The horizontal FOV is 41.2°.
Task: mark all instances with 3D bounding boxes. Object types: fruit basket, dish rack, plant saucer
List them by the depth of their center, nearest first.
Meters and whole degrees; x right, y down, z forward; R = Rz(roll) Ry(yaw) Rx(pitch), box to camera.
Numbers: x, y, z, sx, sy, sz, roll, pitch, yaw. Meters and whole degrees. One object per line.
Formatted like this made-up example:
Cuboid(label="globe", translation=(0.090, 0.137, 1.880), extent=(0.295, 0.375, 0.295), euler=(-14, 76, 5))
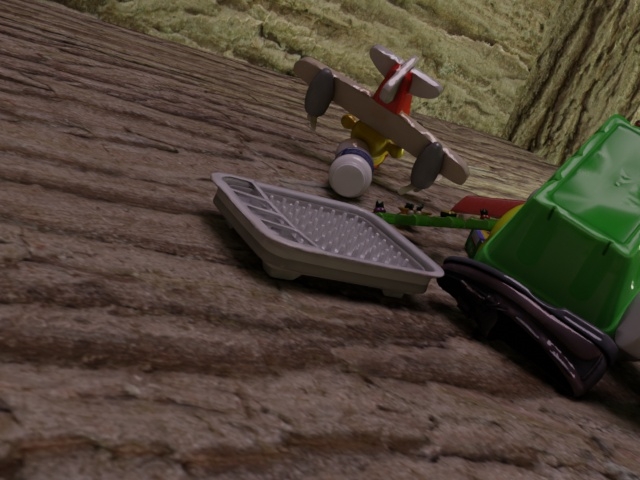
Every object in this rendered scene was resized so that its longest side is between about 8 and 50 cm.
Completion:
Cuboid(label="dish rack", translation=(0.000, 0.000, 1.328), extent=(0.333, 0.072, 0.285), euler=(11, 18, -32))
Cuboid(label="fruit basket", translation=(0.420, 0.012, 1.435), extent=(0.283, 0.392, 0.392), euler=(36, 20, 20))
Cuboid(label="plant saucer", translation=(0.493, -0.076, 2.096), extent=(0.259, 0.048, 0.258), euler=(10, 6, 38))

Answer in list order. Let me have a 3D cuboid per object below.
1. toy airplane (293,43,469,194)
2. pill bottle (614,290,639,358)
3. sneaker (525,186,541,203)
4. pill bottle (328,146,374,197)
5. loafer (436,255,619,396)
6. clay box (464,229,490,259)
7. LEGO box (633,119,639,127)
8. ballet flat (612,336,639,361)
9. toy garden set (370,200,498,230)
Cuboid(label="toy airplane", translation=(0.139, -0.280, 2.054), extent=(0.386, 0.272, 0.384), euler=(20, -23, 50))
Cuboid(label="pill bottle", translation=(0.585, 0.187, 1.191), extent=(0.323, 0.181, 0.181), euler=(33, 17, 0))
Cuboid(label="sneaker", translation=(0.570, 0.028, 1.749), extent=(0.366, 0.137, 0.210), euler=(43, 21, 8))
Cuboid(label="pill bottle", translation=(0.066, -0.145, 1.832), extent=(0.094, 0.094, 0.169), euler=(22, 16, 0))
Cuboid(label="loafer", translation=(0.286, 0.122, 1.267), extent=(0.302, 0.095, 0.109), euler=(30, -20, 33))
Cuboid(label="clay box", translation=(0.413, 0.045, 1.742), extent=(0.222, 0.053, 0.127), euler=(20, 16, -4))
Cuboid(label="LEGO box", translation=(0.864, -0.004, 1.908), extent=(0.500, 0.372, 0.193), euler=(27, 17, 15))
Cuboid(label="ballet flat", translation=(0.511, 0.140, 1.459), extent=(0.123, 0.123, 0.348), euler=(20, 20, -7))
Cuboid(label="toy garden set", translation=(0.230, -0.050, 1.664), extent=(0.244, 0.049, 0.204), euler=(4, 1, 23))
